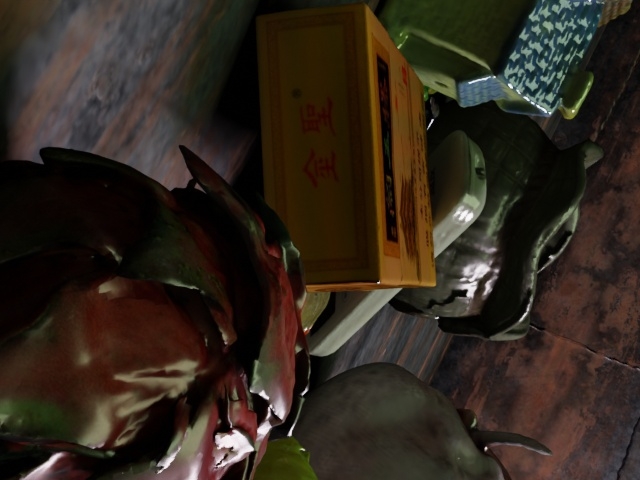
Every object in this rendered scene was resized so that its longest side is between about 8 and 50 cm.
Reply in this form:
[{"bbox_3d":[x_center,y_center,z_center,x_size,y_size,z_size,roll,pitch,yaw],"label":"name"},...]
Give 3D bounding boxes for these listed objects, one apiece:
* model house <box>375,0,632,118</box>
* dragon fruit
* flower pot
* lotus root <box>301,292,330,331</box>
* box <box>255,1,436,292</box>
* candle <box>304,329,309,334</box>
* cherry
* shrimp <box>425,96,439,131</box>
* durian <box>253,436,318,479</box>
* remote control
[{"bbox_3d":[0.171,-0.202,0.996,0.214,0.189,0.195,-65,165,-7],"label":"model house"},{"bbox_3d":[-0.098,0.046,0.443,0.182,0.188,0.182,179,-90,-80],"label":"dragon fruit"},{"bbox_3d":[0.196,-0.021,1.358,0.302,0.213,0.302,-58,164,-27],"label":"flower pot"},{"bbox_3d":[-0.036,0.036,0.845,0.090,0.077,0.183,-65,169,-2],"label":"lotus root"},{"bbox_3d":[0.028,-0.050,0.798,0.274,0.076,0.174,13,72,-77],"label":"box"},{"bbox_3d":[0.000,0.000,0.973,0.302,0.059,0.084,-66,155,-4],"label":"candle"},{"bbox_3d":[0.066,0.307,1.285,0.334,0.291,0.327,-18,114,-15],"label":"cherry"},{"bbox_3d":[0.068,-0.083,1.110,0.219,0.046,0.152,-35,147,-64],"label":"shrimp"},{"bbox_3d":[-0.118,0.281,0.708,0.256,0.204,0.339,-58,170,24],"label":"durian"},{"bbox_3d":[0.061,0.013,1.029,0.309,0.038,0.090,-48,-149,48],"label":"remote control"}]
